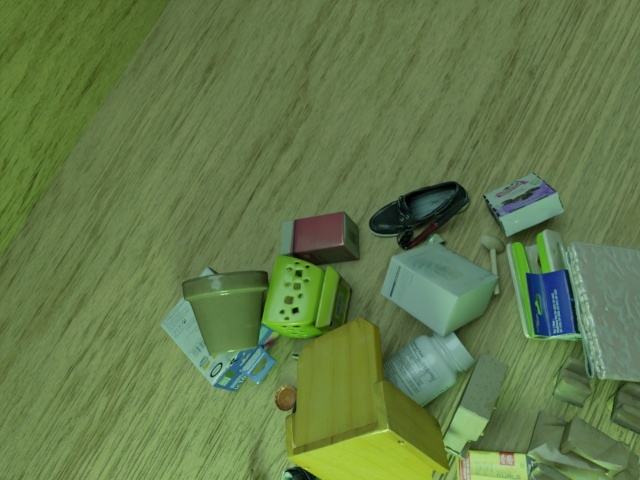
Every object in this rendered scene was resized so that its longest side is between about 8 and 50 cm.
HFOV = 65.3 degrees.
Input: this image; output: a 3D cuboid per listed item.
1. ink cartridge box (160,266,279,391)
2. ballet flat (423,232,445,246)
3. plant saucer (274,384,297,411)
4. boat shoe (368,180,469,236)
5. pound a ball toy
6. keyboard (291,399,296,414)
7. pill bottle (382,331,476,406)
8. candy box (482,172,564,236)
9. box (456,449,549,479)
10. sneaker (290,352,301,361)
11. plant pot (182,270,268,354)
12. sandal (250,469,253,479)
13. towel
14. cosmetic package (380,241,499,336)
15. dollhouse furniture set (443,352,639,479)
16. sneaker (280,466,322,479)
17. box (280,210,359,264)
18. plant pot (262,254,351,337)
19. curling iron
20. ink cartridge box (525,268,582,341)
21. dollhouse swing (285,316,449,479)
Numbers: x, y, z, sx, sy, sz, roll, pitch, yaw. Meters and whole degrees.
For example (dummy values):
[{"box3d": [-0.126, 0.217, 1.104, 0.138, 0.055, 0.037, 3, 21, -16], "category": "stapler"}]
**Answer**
[{"box3d": [-0.324, 0.319, 1.704, 0.395, 0.151, 0.270, 36, 86, 33], "category": "ink cartridge box"}, {"box3d": [0.331, 0.051, 1.571, 0.052, 0.057, 0.168, 36, 87, 23], "category": "ballet flat"}, {"box3d": [-0.109, 0.507, 1.604, 0.083, 0.013, 0.084, -9, 66, 21], "category": "plant saucer"}, {"box3d": [0.305, -0.108, 1.615, 0.339, 0.113, 0.127, -13, 64, 20], "category": "boat shoe"}, {"box3d": [0.593, 0.114, 1.395, 0.208, 0.135, 0.319, -29, 57, 47], "category": "pound a ball toy"}, {"box3d": [-0.064, 0.485, 1.543, 0.023, 0.108, 0.180, 16, 81, 4], "category": "keyboard"}, {"box3d": [0.278, 0.366, 1.396, 0.283, 0.160, 0.160, -37, 58, 6], "category": "pill bottle"}, {"box3d": [0.581, -0.108, 1.449, 0.164, 0.070, 0.196, -26, 20, 14], "category": "candy box"}, {"box3d": [0.469, 0.582, 1.272, 0.232, 0.058, 0.087, -5, 67, 24], "category": "box"}, {"box3d": [-0.056, 0.377, 1.629, 0.083, 0.032, 0.037, 4, 57, 21], "category": "sneaker"}, {"box3d": [-0.274, 0.222, 1.522, 0.263, 0.263, 0.229, -13, 81, 20], "category": "plant pot"}, {"box3d": [-0.182, 0.812, 1.485, 0.079, 0.088, 0.240, 7, 76, -6], "category": "sandal"}, {"box3d": [0.740, 0.174, 1.195, 0.316, 0.053, 0.332, 7, 67, -18], "category": "towel"}, {"box3d": [0.335, 0.128, 1.407, 0.224, 0.224, 0.138, 35, 124, 35], "category": "cosmetic package"}, {"box3d": [0.518, 0.476, 1.185, 0.394, 0.257, 0.362, 23, 54, 19], "category": "dollhouse furniture set"}, {"box3d": [-0.013, 0.648, 1.411, 0.226, 0.163, 0.086, -45, 56, 0], "category": "sneaker"}, {"box3d": [0.000, 0.000, 1.691, 0.232, 0.148, 0.127, -9, 66, 22], "category": "box"}, {"box3d": [-0.030, 0.192, 1.585, 0.207, 0.227, 0.228, 5, 70, 21], "category": "plant pot"}, {"box3d": [0.349, -0.051, 1.563, 0.274, 0.068, 0.035, -34, 32, 30], "category": "curling iron"}, {"box3d": [0.669, 0.167, 1.235, 0.332, 0.065, 0.166, 8, 67, -17], "category": "ink cartridge box"}, {"box3d": [0.116, 0.438, 1.326, 0.346, 0.315, 0.305, -34, 27, 35], "category": "dollhouse swing"}]
